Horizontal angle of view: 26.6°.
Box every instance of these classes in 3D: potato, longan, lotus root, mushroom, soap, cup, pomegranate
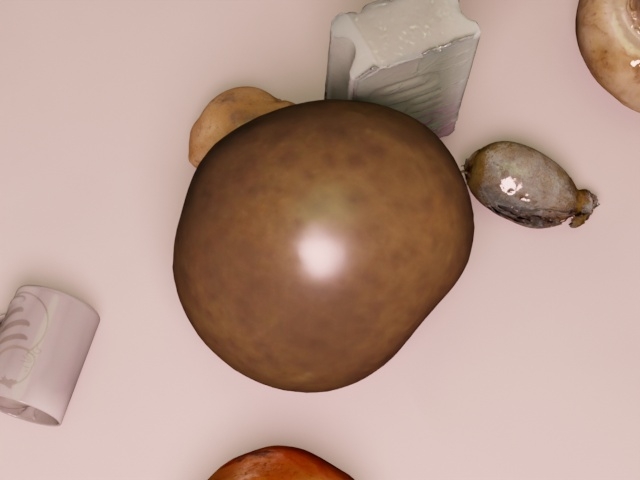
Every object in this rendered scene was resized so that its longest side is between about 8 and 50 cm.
[{"bbox_3d":[-0.081,-0.124,1.573,0.147,0.112,0.112,-4,68,-7],"label":"potato"},{"bbox_3d":[0.000,0.000,1.408,0.319,0.319,0.318,0,68,0],"label":"longan"},{"bbox_3d":[0.241,-0.059,1.560,0.165,0.088,0.088,24,70,-1],"label":"lotus root"},{"bbox_3d":[0.428,-0.260,1.588,0.255,0.184,0.254,-5,58,9],"label":"mushroom"},{"bbox_3d":[0.087,-0.181,1.511,0.150,0.261,0.094,-24,74,-9],"label":"soap"},{"bbox_3d":[-0.324,0.121,1.473,0.136,0.099,0.133,16,70,5],"label":"cup"},{"bbox_3d":[-0.036,0.308,1.347,0.209,0.209,0.209,0,68,0],"label":"pomegranate"}]
